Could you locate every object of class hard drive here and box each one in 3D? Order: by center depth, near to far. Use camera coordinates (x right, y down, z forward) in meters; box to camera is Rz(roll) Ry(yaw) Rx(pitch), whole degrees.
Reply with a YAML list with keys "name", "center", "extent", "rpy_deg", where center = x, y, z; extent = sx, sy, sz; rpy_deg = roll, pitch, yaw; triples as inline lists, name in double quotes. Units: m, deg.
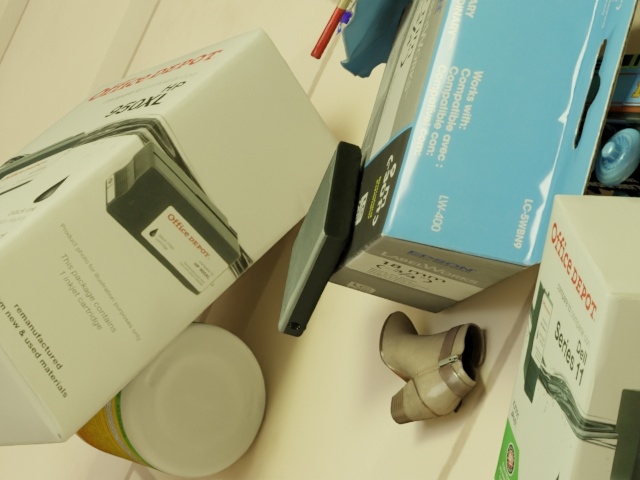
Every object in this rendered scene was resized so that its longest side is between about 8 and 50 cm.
- name: "hard drive"
  center: [0.000, 0.000, 1.449]
  extent: [0.135, 0.022, 0.094]
  rpy_deg: [115, 168, -51]

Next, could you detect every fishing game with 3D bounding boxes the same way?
- name: "fishing game"
  center: [0.068, -0.219, 1.524]
  extent: [0.189, 0.041, 0.264]
  rpy_deg: [-60, -16, 18]

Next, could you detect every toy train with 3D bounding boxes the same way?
- name: "toy train"
  center: [0.232, -0.071, 1.256]
  extent: [0.184, 0.080, 0.105]
  rpy_deg: [8, 71, 62]

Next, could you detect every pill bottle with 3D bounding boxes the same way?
- name: "pill bottle"
  center: [-0.163, 0.137, 1.736]
  extent: [0.245, 0.136, 0.136]
  rpy_deg: [3, 73, 61]

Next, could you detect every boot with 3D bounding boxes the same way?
- name: "boot"
  center: [0.088, 0.086, 1.439]
  extent: [0.087, 0.042, 0.118]
  rpy_deg: [-36, 41, 35]

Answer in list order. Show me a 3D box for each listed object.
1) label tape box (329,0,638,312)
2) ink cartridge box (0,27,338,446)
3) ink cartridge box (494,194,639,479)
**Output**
- name: "label tape box"
  center: [0.110, -0.092, 1.342]
  extent: [0.333, 0.106, 0.241]
  rpy_deg: [138, 149, -76]
- name: "ink cartridge box"
  center: [-0.207, 0.001, 1.669]
  extent: [0.285, 0.166, 0.395]
  rpy_deg: [-11, 26, 51]
- name: "ink cartridge box"
  center: [0.175, 0.094, 1.122]
  extent: [0.153, 0.087, 0.208]
  rpy_deg: [-104, 22, -66]
